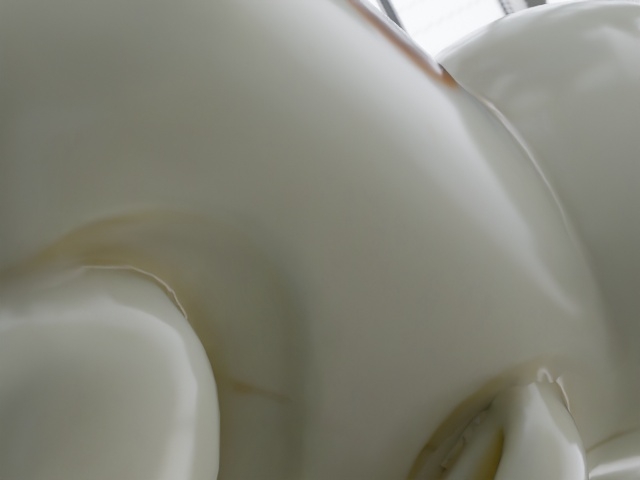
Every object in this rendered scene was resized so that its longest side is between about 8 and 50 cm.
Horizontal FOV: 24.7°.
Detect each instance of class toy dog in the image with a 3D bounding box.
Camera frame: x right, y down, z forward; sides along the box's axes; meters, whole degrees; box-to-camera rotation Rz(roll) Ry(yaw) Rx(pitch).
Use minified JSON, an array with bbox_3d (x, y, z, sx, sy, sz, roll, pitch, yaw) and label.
[{"bbox_3d":[0.000,0.000,0.539,0.408,0.284,0.395,2,-80,-29],"label":"toy dog"}]
